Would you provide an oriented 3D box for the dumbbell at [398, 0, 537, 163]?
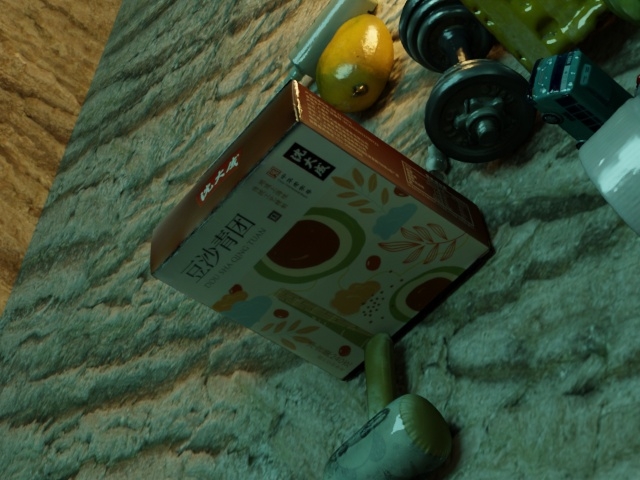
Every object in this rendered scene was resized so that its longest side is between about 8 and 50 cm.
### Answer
[{"bbox_3d":[0.232,-0.280,1.965,0.179,0.179,0.406,-44,32,26],"label":"dumbbell"}]

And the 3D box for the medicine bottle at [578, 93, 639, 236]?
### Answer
[{"bbox_3d":[0.491,-0.160,1.384,0.371,0.211,0.211,-46,30,23],"label":"medicine bottle"}]

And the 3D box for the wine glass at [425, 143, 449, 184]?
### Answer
[{"bbox_3d":[0.195,-0.127,2.026,0.083,0.042,0.039,-81,4,-49],"label":"wine glass"}]

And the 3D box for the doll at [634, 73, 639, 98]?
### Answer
[{"bbox_3d":[0.422,-0.140,1.587,0.104,0.062,0.195,-143,55,-64],"label":"doll"}]

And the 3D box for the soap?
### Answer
[{"bbox_3d":[0.327,-0.454,1.806,0.293,0.335,0.156,-46,-1,30],"label":"soap"}]

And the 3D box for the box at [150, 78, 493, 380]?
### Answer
[{"bbox_3d":[0.000,0.000,1.837,0.344,0.385,0.122,-44,30,26],"label":"box"}]

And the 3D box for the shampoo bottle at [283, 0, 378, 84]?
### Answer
[{"bbox_3d":[0.010,-0.428,2.579,0.262,0.085,0.085,-49,29,18],"label":"shampoo bottle"}]

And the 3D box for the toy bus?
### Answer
[{"bbox_3d":[0.365,-0.189,1.672,0.092,0.160,0.079,-16,49,50],"label":"toy bus"}]

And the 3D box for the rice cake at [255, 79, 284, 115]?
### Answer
[{"bbox_3d":[-0.084,-0.252,2.605,0.124,0.038,0.211,-45,31,25],"label":"rice cake"}]

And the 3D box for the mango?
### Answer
[{"bbox_3d":[0.067,-0.352,2.386,0.176,0.119,0.317,-44,22,31],"label":"mango"}]

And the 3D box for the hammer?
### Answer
[{"bbox_3d":[0.089,0.244,1.764,0.202,0.113,0.305,-41,27,24],"label":"hammer"}]

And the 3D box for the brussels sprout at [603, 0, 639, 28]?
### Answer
[{"bbox_3d":[0.491,-0.359,1.558,0.259,0.227,0.294,25,81,38],"label":"brussels sprout"}]
